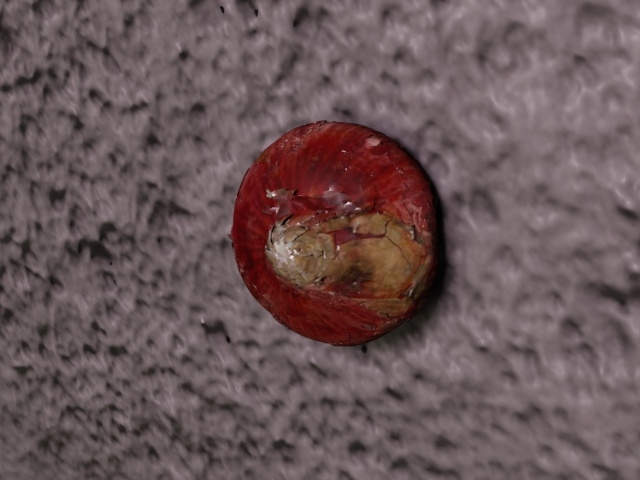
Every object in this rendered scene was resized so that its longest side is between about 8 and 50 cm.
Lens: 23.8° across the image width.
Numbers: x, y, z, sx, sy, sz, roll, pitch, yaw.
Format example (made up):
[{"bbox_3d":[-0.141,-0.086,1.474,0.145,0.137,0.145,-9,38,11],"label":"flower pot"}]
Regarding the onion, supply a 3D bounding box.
[{"bbox_3d":[0.000,0.000,1.171,0.184,0.147,0.184,8,106,30],"label":"onion"}]
